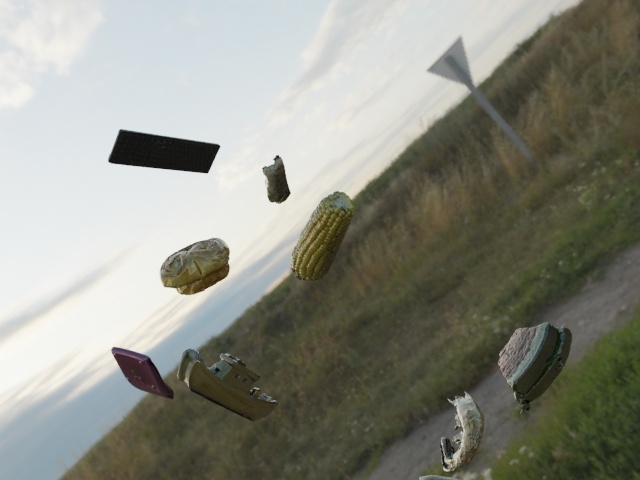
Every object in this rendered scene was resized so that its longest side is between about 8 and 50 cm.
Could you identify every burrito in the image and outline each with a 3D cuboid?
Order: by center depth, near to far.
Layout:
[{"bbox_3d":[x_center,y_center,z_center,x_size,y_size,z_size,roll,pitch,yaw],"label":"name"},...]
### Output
[{"bbox_3d":[-0.094,-0.124,1.483,0.051,0.042,0.171,-32,-16,-11],"label":"burrito"}]

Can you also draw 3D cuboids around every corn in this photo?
[{"bbox_3d":[0.000,0.000,1.704,0.115,0.115,0.318,-42,-14,-35],"label":"corn"}]

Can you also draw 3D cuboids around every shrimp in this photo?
[{"bbox_3d":[0.327,0.455,1.647,0.253,0.058,0.173,-111,47,-86],"label":"shrimp"}]

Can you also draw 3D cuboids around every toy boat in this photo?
[{"bbox_3d":[-0.225,0.363,1.781,0.089,0.321,0.121,16,73,49],"label":"toy boat"}]

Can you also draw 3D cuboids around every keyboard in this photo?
[{"bbox_3d":[-0.395,-0.222,1.796,0.309,0.018,0.101,2,-54,-48],"label":"keyboard"}]

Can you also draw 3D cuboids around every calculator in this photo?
[{"bbox_3d":[-0.460,0.344,1.798,0.034,0.126,0.190,-60,-32,-35],"label":"calculator"}]

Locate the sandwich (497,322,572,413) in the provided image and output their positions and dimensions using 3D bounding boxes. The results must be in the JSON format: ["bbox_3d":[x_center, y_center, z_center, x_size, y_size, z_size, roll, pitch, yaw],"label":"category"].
[{"bbox_3d":[0.660,0.368,2.198,0.292,0.109,0.212,-49,23,8],"label":"sandwich"}]

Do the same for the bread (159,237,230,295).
[{"bbox_3d":[-0.392,0.080,2.204,0.236,0.120,0.198,-24,23,-6],"label":"bread"}]

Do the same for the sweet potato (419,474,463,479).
[{"bbox_3d":[0.419,0.757,2.002,0.108,0.079,0.346,-53,34,0],"label":"sweet potato"}]
